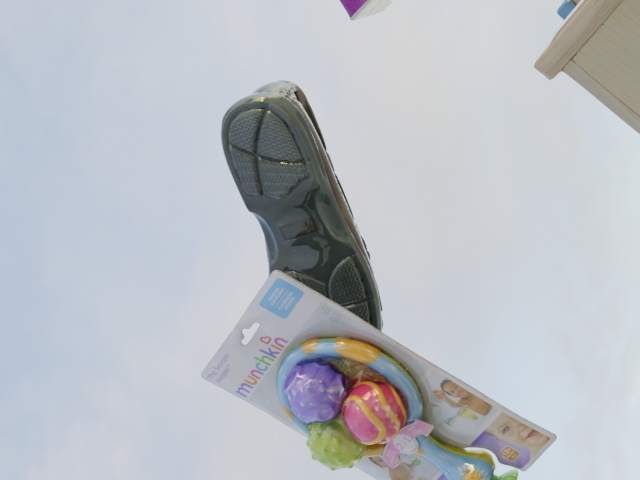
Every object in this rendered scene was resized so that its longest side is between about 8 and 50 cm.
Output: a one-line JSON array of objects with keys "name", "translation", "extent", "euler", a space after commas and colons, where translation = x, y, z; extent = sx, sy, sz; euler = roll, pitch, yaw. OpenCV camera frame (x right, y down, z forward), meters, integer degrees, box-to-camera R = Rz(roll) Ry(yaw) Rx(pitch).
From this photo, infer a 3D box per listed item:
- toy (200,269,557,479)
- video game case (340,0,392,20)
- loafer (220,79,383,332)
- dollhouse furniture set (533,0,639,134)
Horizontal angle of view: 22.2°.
[{"name": "toy", "translation": [0.035, 0.134, 1.183], "extent": [0.137, 0.237, 0.056], "euler": [-54, 10, 40]}, {"name": "video game case", "translation": [0.027, -0.303, 1.119], "extent": [0.041, 0.210, 0.232], "euler": [-25, -99, -39]}, {"name": "loafer", "translation": [0.000, 0.000, 1.296], "extent": [0.084, 0.096, 0.268], "euler": [-50, -52, -60]}, {"name": "dollhouse furniture set", "translation": [0.287, -0.164, 0.852], "extent": [0.198, 0.286, 0.303], "euler": [38, -147, -2]}]
